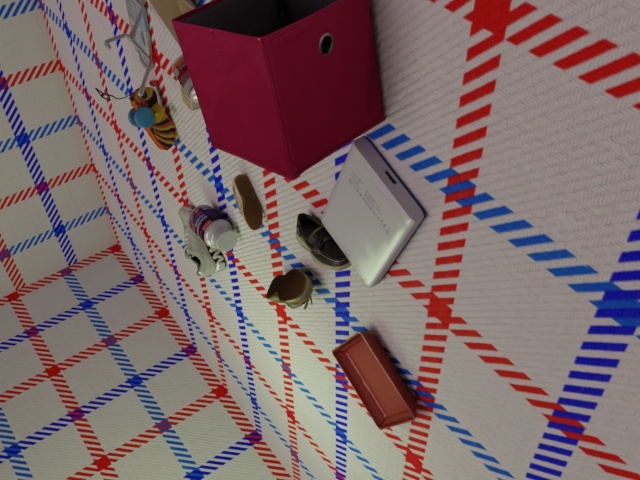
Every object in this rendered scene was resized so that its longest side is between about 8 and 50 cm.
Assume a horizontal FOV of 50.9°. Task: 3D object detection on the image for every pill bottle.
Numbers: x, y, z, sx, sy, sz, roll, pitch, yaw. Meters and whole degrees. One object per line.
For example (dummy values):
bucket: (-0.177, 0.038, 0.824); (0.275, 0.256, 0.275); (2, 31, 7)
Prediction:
pill bottle: (-0.339, -0.438, 1.863); (0.152, 0.086, 0.086); (56, 155, 13)
pill bottle: (-0.366, -0.038, 2.307); (0.193, 0.108, 0.108); (36, 146, 43)

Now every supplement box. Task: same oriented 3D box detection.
supplement box: (-0.389, -0.445, 2.011); (0.062, 0.036, 0.099); (47, 152, 31)

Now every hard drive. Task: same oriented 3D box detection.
hard drive: (0.103, -0.051, 1.454); (0.210, 0.040, 0.319); (55, 155, 16)

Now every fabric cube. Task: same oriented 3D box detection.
fabric cube: (-0.066, -0.305, 1.217); (0.259, 0.254, 0.258); (25, 139, 40)

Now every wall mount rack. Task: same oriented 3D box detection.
wall mount rack: (-0.591, -0.636, 2.097); (0.304, 0.130, 0.350); (48, 153, 28)

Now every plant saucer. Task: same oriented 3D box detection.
plant saucer: (0.149, 0.371, 1.798); (0.259, 0.047, 0.259); (58, 155, 10)

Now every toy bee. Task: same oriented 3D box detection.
toy bee: (-0.583, -0.456, 2.286); (0.195, 0.162, 0.298); (30, 166, 37)

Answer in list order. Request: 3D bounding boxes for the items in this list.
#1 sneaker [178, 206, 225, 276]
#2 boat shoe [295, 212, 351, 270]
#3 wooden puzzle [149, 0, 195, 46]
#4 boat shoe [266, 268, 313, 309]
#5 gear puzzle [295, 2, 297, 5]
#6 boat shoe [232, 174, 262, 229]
sneaker: (-0.475, 0.004, 2.558); (0.292, 0.118, 0.110); (60, 158, 9)
boat shoe: (0.001, -0.001, 1.660); (0.223, 0.080, 0.074); (39, 152, 49)
wooden puzzle: (-0.398, -0.644, 1.825); (0.221, 0.044, 0.239); (56, 160, 12)
boat shoe: (-0.073, 0.147, 1.962); (0.089, 0.105, 0.285); (28, 169, -17)
gear puzzle: (-0.082, -0.524, 1.331); (0.339, 0.044, 0.175); (60, 154, -2)
boat shoe: (-0.219, -0.112, 2.005); (0.059, 0.062, 0.170); (-5, 101, 67)
